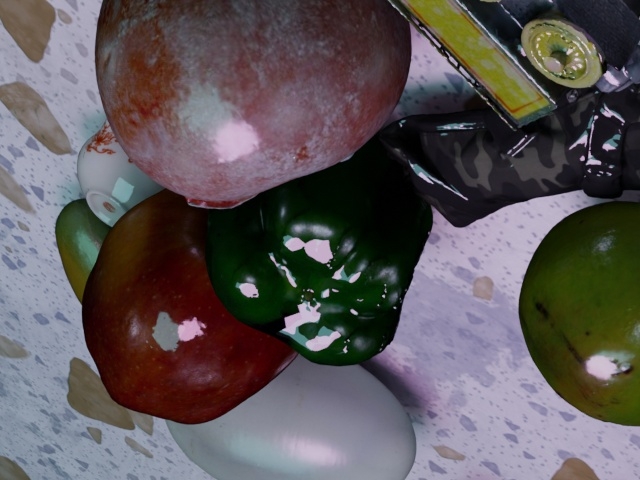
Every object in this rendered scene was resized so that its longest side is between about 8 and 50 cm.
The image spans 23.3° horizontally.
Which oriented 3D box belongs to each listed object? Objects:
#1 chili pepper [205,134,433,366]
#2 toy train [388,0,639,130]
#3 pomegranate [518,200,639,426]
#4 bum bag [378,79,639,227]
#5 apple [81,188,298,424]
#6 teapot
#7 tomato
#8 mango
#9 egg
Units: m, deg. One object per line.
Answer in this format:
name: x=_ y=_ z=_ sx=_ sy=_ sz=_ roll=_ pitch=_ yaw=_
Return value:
chili pepper: x=0.000 y=0.000 z=1.710 sx=0.248 sy=0.257 sz=0.233 roll=26 pitch=114 yaw=-9
toy train: x=0.181 y=-0.228 z=1.402 sx=0.261 sy=0.134 sz=0.177 roll=44 pitch=155 yaw=-11
pomegranate: x=0.341 y=0.052 z=1.527 sx=0.302 sy=0.236 sz=0.236 roll=-35 pitch=107 yaw=30
bum bag: x=0.213 y=-0.090 z=1.578 sx=0.340 sy=0.095 sz=0.144 roll=-13 pitch=126 yaw=43
apple: x=-0.149 y=0.073 z=1.931 sx=0.288 sy=0.288 sz=0.317 roll=39 pitch=129 yaw=-3
teapot: x=-0.245 y=-0.065 z=2.055 sx=0.159 sy=0.116 sz=0.245 roll=7 pitch=144 yaw=23
tomato: x=-0.067 y=-0.183 z=1.529 sx=0.316 sy=0.316 sz=0.283 roll=0 pitch=123 yaw=44
mango: x=-0.298 y=0.050 z=2.227 sx=0.251 sy=0.114 sz=0.156 roll=51 pitch=153 yaw=-23
egg: x=-0.043 y=0.244 z=2.124 sx=0.370 sy=0.230 sz=0.230 roll=15 pitch=143 yaw=20
